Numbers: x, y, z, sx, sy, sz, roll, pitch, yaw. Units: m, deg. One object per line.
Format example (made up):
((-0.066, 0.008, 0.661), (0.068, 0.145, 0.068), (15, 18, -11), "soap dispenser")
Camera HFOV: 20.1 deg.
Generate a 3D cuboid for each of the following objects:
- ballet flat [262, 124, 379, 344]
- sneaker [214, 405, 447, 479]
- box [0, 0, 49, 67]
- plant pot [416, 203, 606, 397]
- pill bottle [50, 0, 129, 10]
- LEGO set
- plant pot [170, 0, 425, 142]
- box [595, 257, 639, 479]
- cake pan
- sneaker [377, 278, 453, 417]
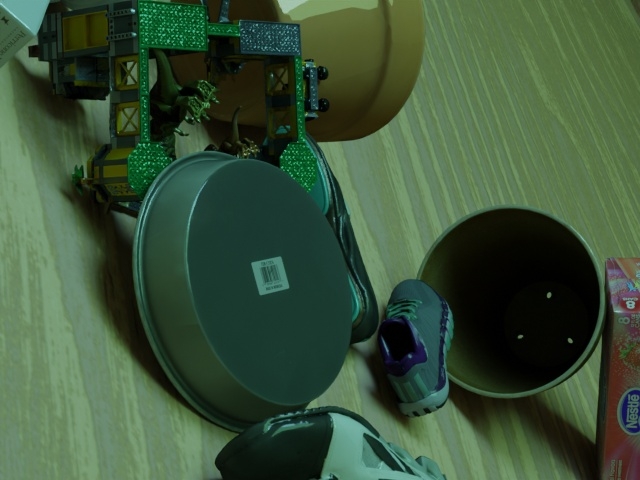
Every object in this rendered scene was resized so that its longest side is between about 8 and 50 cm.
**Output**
((0.000, 0.000, 2.104), (0.096, 0.095, 0.280), (29, 40, -60), "ballet flat")
((0.040, 0.262, 1.732), (0.330, 0.122, 0.146), (25, 32, -44), "sneaker")
((-0.338, -0.224, 1.801), (0.087, 0.101, 0.102), (41, 27, -22), "box")
((0.263, 0.091, 2.299), (0.237, 0.237, 0.254), (58, 10, 17), "plant pot")
((-0.327, -0.375, 1.904), (0.363, 0.210, 0.210), (23, 35, -48), "pill bottle")
((-0.167, -0.143, 1.935), (0.331, 0.192, 0.255), (-14, 99, -46), "LEGO set")
((-0.047, -0.254, 2.179), (0.203, 0.291, 0.291), (-13, 64, -47), "plant pot")
((0.437, 0.183, 2.327), (0.142, 0.154, 0.300), (-79, 170, -61), "box")
((-0.067, 0.045, 1.809), (0.293, 0.054, 0.293), (24, 58, -45), "cake pan")
((0.106, 0.100, 2.110), (0.224, 0.083, 0.098), (-95, 159, -53), "sneaker")
